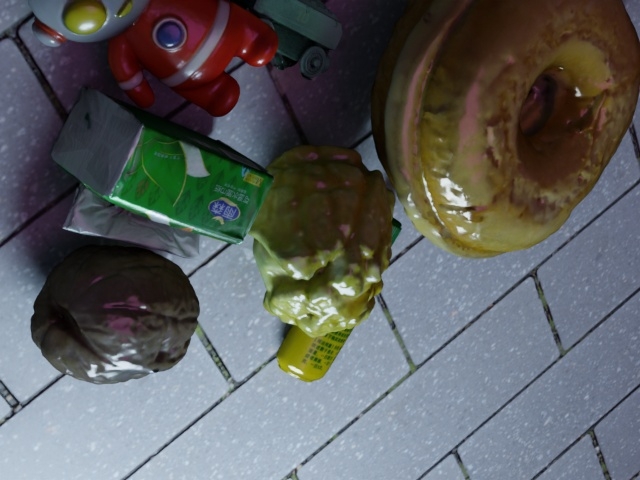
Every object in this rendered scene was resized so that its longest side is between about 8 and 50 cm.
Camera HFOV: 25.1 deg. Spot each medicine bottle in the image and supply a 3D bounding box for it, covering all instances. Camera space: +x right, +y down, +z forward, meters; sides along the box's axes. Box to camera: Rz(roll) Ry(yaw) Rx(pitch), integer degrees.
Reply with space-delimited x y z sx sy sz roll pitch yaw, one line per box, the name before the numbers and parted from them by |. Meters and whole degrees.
medicine bottle | 0.031 0.077 2.010 0.095 0.064 0.260 23 102 -46

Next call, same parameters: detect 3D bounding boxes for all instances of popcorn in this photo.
popcorn | 0.000 0.000 1.825 0.195 0.255 0.256 -7 112 10

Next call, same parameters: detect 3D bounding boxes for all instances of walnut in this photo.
walnut | -0.238 0.091 1.742 0.230 0.178 0.178 16 106 -55

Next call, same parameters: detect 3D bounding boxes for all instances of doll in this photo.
doll | -0.200 -0.256 1.570 0.336 0.105 0.200 30 107 -36

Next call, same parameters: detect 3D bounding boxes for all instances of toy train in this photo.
toy train | -0.045 -0.260 1.737 0.172 0.070 0.099 21 95 -43

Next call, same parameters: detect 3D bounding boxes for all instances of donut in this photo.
donut | 0.246 -0.192 1.891 0.449 0.198 0.449 -19 119 -38

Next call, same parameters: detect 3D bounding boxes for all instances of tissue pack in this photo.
tissue pack | -0.195 -0.064 1.682 0.209 0.148 0.156 19 102 -44
